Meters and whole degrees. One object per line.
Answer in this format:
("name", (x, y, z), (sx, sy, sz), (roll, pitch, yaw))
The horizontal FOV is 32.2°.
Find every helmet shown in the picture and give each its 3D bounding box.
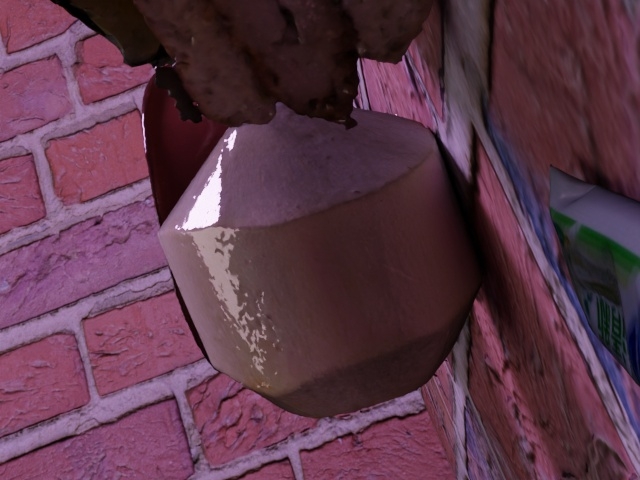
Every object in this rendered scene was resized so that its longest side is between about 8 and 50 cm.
("helmet", (-0.033, -0.050, 1.224), (0.385, 0.230, 0.337), (-77, -25, -67))

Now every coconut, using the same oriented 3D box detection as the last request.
("coconut", (0.002, 0.000, 0.817), (0.241, 0.241, 0.241), (158, 90, -90))

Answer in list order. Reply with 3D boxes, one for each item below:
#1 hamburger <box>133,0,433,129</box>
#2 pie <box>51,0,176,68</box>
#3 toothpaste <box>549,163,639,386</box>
("hamburger", (-0.051, -0.211, 0.524), (0.282, 0.155, 0.245), (54, -162, -64))
("pie", (-0.101, -0.254, 0.684), (0.296, 0.078, 0.371), (50, -143, -21))
("toothpaste", (0.105, 0.026, 0.304), (0.297, 0.048, 0.075), (-95, -16, -82))
